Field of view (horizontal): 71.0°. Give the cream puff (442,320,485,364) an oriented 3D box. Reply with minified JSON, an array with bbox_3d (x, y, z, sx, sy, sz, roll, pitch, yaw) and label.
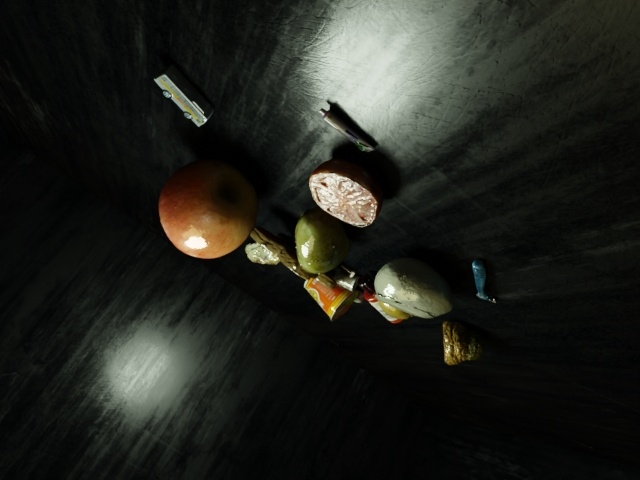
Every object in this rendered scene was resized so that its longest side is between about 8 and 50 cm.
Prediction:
[{"bbox_3d":[0.590,0.419,1.837,0.169,0.183,0.183,-4,148,14],"label":"cream puff"}]

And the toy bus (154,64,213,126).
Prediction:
[{"bbox_3d":[-0.409,-0.439,1.364,0.075,0.064,0.190,-8,138,41],"label":"toy bus"}]

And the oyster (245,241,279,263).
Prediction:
[{"bbox_3d":[-0.295,0.082,2.315,0.201,0.107,0.354,32,159,-13],"label":"oyster"}]

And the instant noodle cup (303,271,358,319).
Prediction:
[{"bbox_3d":[0.041,0.236,2.098,0.212,0.193,0.193,41,163,21],"label":"instant noodle cup"}]

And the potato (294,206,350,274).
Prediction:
[{"bbox_3d":[0.000,0.000,1.599,0.173,0.210,0.307,48,166,30],"label":"potato"}]

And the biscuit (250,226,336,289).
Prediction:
[{"bbox_3d":[-0.110,0.060,1.904,0.368,0.076,0.394,37,-177,27],"label":"biscuit"}]

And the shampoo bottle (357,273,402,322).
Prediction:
[{"bbox_3d":[0.259,0.241,1.918,0.278,0.104,0.104,44,156,-30],"label":"shampoo bottle"}]

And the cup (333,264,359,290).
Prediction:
[{"bbox_3d":[0.112,0.167,1.992,0.099,0.074,0.102,24,158,19],"label":"cup"}]

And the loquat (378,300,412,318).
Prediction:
[{"bbox_3d":[0.300,0.223,1.761,0.172,0.149,0.204,24,-172,-36],"label":"loquat"}]

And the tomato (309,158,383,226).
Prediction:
[{"bbox_3d":[0.086,-0.147,1.300,0.237,0.095,0.236,25,154,13],"label":"tomato"}]

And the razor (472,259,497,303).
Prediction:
[{"bbox_3d":[0.515,0.138,1.432,0.082,0.042,0.253,18,155,34],"label":"razor"}]

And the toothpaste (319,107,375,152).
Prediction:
[{"bbox_3d":[0.065,-0.276,1.130,0.170,0.028,0.045,35,166,-19],"label":"toothpaste"}]

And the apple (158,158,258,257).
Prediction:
[{"bbox_3d":[-0.404,-0.120,1.672,0.364,0.364,0.364,27,159,11],"label":"apple"}]

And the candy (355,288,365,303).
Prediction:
[{"bbox_3d":[0.168,0.266,2.183,0.103,0.043,0.103,26,158,11],"label":"candy"}]

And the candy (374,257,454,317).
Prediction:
[{"bbox_3d":[0.325,0.160,1.543,0.296,0.185,0.295,17,169,3],"label":"candy"}]
